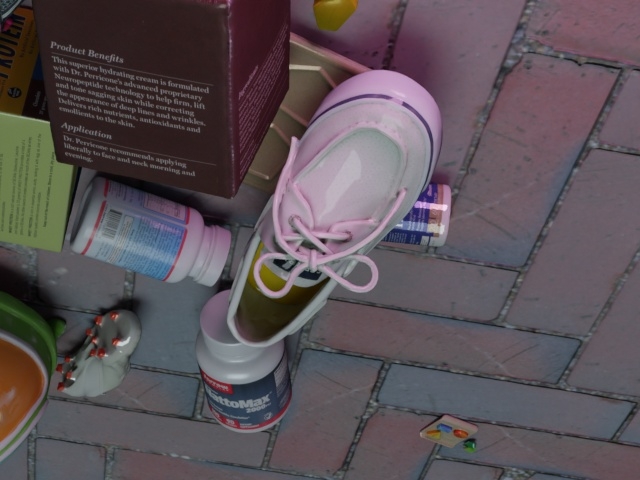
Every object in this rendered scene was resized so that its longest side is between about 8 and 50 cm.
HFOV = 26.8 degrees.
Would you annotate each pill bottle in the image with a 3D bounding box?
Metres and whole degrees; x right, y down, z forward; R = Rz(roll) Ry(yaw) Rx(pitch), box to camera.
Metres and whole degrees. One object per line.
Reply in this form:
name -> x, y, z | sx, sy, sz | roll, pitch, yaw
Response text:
pill bottle -> -0.183, -0.005, 1.454 | 0.160, 0.087, 0.087 | 20, 140, -17
pill bottle -> 0.074, -0.031, 1.405 | 0.120, 0.067, 0.067 | 6, 142, 0
pill bottle -> -0.094, 0.143, 1.616 | 0.108, 0.108, 0.180 | 1, 141, 6

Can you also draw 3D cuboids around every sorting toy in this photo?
sorting toy -> 0.184, 0.264, 1.813 | 0.083, 0.012, 0.062 | 23, 139, -20
sorting toy -> -0.055, -0.166, 1.279 | 0.229, 0.041, 0.307 | 26, 138, -17

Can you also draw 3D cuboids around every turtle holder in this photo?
turtle holder -> -0.478, 0.179, 1.611 | 0.320, 0.227, 0.243 | -6, 141, 14

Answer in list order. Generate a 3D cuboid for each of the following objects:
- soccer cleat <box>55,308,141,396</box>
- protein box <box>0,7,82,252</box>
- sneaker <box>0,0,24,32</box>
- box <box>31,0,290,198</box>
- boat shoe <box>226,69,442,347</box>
soccer cleat -> -0.262, 0.141, 1.676 | 0.076, 0.068, 0.196 | 11, 145, -32
protein box -> -0.329, -0.115, 1.292 | 0.201, 0.136, 0.199 | 11, 142, -8
sneaker -> -0.258, -0.278, 1.112 | 0.112, 0.120, 0.299 | -1, 153, -44
box -> -0.125, -0.173, 1.127 | 0.169, 0.167, 0.203 | 13, 135, 10
boat shoe -> -0.008, -0.004, 1.294 | 0.136, 0.156, 0.367 | 31, 138, -9
